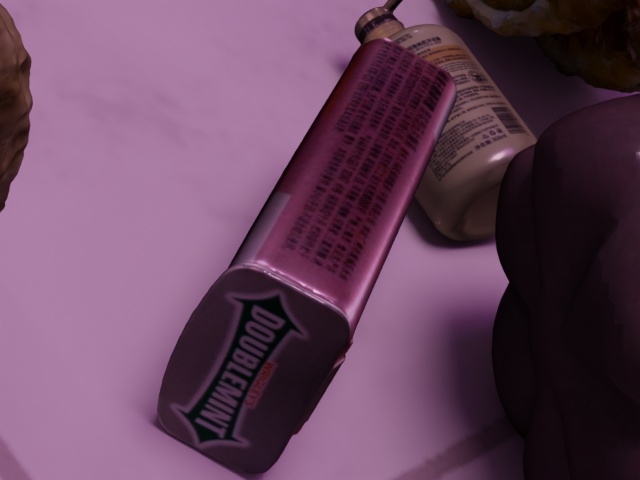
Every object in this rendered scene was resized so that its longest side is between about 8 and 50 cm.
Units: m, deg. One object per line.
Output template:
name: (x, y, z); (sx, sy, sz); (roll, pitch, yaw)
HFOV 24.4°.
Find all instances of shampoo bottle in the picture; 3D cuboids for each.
shampoo bottle: (0.068, -0.080, 0.900); (0.079, 0.079, 0.162); (-5, 51, -39)

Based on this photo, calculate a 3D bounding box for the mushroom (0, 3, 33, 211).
mushroom: (-0.222, 0.012, 0.526); (0.190, 0.164, 0.267); (18, 82, 4)

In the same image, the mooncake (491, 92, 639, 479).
mooncake: (0.166, 0.045, 0.714); (0.133, 0.245, 0.245); (-4, 47, -10)

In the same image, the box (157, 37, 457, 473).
box: (0.000, 0.000, 0.735); (0.069, 0.120, 0.224); (28, 39, 0)

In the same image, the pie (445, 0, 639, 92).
pie: (0.246, -0.305, 0.975); (0.180, 0.418, 0.395); (17, 6, -26)
